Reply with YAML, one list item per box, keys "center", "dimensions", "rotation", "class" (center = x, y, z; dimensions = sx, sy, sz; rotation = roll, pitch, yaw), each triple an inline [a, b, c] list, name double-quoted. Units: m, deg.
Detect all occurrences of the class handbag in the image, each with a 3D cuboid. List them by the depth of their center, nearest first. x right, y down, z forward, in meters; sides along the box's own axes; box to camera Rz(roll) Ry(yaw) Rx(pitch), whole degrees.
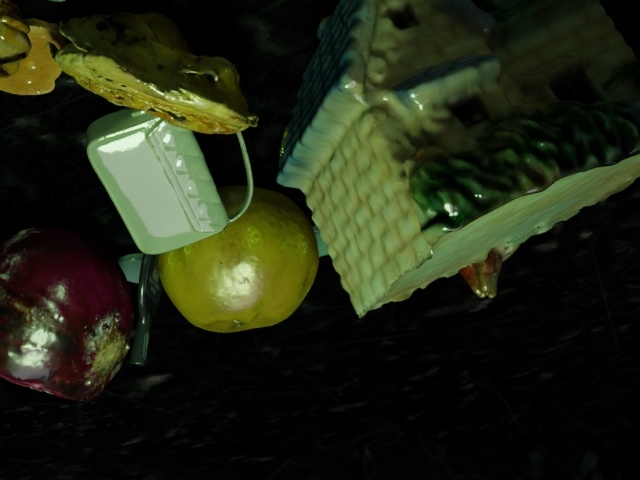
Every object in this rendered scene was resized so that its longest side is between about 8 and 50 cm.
- center: [-0.213, -0.106, 1.519]
  dimensions: [0.219, 0.079, 0.256]
  rotation: [-18, 129, 3]
  class: "handbag"

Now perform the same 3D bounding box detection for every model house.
- center: [0.181, -0.191, 1.282]
  dimensions: [0.446, 0.400, 0.395]
  rotation: [-23, 166, -18]
  class: "model house"

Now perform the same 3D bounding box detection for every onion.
- center: [-0.450, 0.105, 1.690]
  dimensions: [0.282, 0.260, 0.337]
  rotation: [22, 176, 24]
  class: "onion"

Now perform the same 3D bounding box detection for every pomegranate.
- center: [0.272, -0.004, 1.817]
  dimensions: [0.214, 0.247, 0.214]
  rotation: [-5, 151, -3]
  class: "pomegranate"

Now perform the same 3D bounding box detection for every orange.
- center: [-0.141, 0.037, 1.722]
  dimensions: [0.279, 0.235, 0.279]
  rotation: [-4, 154, -2]
  class: "orange"

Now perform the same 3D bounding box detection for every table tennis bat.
- center: [-0.305, 0.104, 1.782]
  dimensions: [0.027, 0.236, 0.150]
  rotation: [6, 166, 3]
  class: "table tennis bat"

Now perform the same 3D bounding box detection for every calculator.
- center: [-0.319, 0.055, 1.900]
  dimensions: [0.153, 0.021, 0.095]
  rotation: [15, 141, -37]
  class: "calculator"

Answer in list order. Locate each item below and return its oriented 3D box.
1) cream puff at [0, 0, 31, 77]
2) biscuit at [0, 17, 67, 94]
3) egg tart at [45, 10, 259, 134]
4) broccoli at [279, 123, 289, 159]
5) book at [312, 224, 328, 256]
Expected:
- center: [-0.408, -0.254, 1.197]
  dimensions: [0.133, 0.119, 0.104]
  rotation: [36, 90, -28]
  class: "cream puff"
- center: [-0.392, -0.242, 1.317]
  dimensions: [0.118, 0.023, 0.140]
  rotation: [7, 147, -33]
  class: "biscuit"
- center: [-0.203, -0.222, 1.284]
  dimensions: [0.297, 0.132, 0.297]
  rotation: [20, -177, -1]
  class: "egg tart"
- center: [0.000, -0.135, 1.590]
  dimensions: [0.130, 0.120, 0.131]
  rotation: [6, 117, -4]
  class: "broccoli"
- center: [0.000, 0.000, 1.947]
  dimensions: [0.135, 0.017, 0.103]
  rotation: [-21, 149, 13]
  class: "book"
